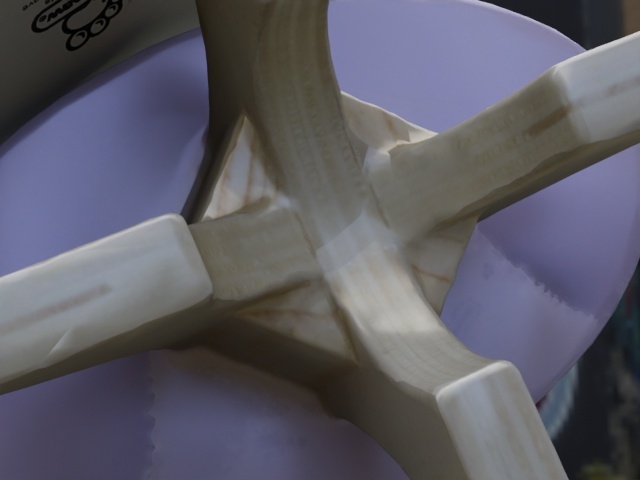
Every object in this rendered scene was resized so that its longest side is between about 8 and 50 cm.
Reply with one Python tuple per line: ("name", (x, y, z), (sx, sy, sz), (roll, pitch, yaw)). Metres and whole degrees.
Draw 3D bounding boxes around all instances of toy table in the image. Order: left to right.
("toy table", (0.000, 0.000, 0.595), (0.274, 0.252, 0.161), (-34, -3, -15))

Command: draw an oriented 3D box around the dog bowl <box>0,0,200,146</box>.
("dog bowl", (-0.106, -0.114, 0.641), (0.265, 0.104, 0.265), (-36, -19, -15))
